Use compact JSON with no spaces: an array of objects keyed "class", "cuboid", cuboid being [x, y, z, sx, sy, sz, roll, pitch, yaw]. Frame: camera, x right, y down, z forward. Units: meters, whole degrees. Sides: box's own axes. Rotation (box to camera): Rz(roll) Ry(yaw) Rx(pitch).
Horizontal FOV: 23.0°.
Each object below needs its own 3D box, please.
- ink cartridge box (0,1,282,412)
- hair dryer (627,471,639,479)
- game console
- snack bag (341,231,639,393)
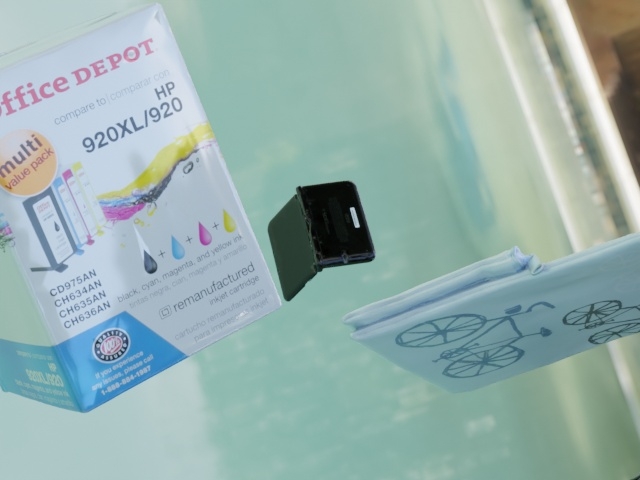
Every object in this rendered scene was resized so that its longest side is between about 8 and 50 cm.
[{"class":"ink cartridge box","cuboid":[-0.170,-0.026,1.112,0.168,0.171,0.233,2,-64,61]},{"class":"hair dryer","cuboid":[0.401,0.330,1.962,0.080,0.223,0.293,51,-5,12]},{"class":"game console","cuboid":[0.000,0.000,1.851,0.071,0.107,0.122,95,-16,-51]},{"class":"snack bag","cuboid":[0.227,0.060,1.509,0.323,0.342,0.037,34,39,-63]}]
